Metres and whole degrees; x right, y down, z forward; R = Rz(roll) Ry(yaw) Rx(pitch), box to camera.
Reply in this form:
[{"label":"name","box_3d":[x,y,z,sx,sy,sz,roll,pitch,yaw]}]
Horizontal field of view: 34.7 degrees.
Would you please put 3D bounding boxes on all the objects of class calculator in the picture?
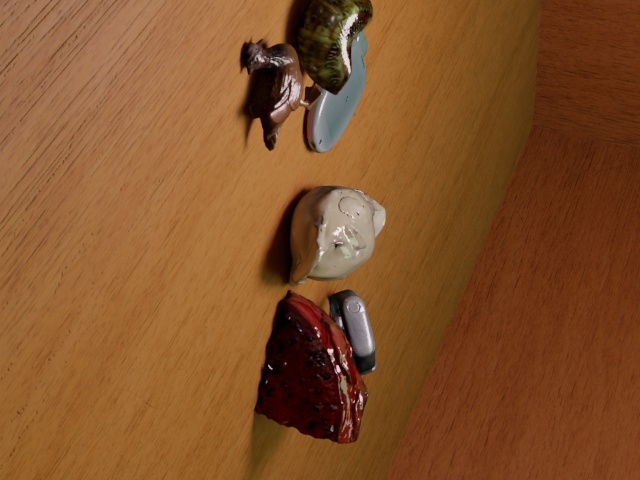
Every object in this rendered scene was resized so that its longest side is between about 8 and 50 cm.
[{"label":"calculator","box_3d":[0.042,-0.317,2.144,0.185,0.041,0.298,72,39,-57]}]

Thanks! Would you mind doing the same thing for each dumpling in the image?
[{"label":"dumpling","box_3d":[0.000,0.000,2.151,0.243,0.187,0.318,-40,175,38]}]

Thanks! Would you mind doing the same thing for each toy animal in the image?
[{"label":"toy animal","box_3d":[-0.087,-0.256,1.792,0.179,0.089,0.188,16,89,-54]}]

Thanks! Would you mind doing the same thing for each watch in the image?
[{"label":"watch","box_3d":[0.078,0.218,2.432,0.193,0.068,0.206,116,-43,-77]}]

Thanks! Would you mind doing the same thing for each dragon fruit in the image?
[{"label":"dragon fruit","box_3d":[0.037,0.263,2.279,0.329,0.228,0.285,-5,107,-68]}]

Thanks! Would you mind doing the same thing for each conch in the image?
[{"label":"conch","box_3d":[0.020,-0.390,1.926,0.187,0.124,0.181,118,-8,-52]}]
